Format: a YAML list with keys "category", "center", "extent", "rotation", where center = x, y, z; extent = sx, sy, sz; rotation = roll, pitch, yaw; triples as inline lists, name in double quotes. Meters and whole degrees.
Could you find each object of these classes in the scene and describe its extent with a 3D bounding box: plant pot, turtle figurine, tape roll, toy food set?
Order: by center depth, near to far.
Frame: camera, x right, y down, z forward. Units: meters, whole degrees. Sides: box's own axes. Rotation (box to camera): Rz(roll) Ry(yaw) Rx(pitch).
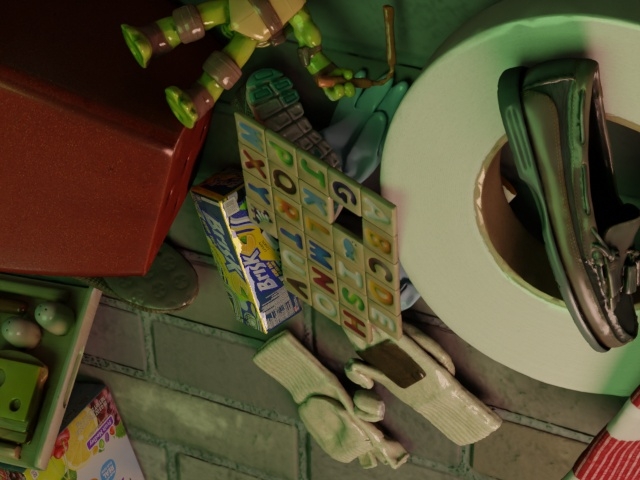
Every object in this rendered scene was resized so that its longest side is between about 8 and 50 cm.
- category: "tape roll"
  center: [0.244, -0.036, 1.415]
  extent: [0.392, 0.072, 0.392]
  rotation: [12, 126, 16]
- category: "turtle figurine"
  center: [-0.071, -0.219, 1.463]
  extent: [0.270, 0.217, 0.087]
  rotation: [57, 170, -15]
- category: "plant pot"
  center: [-0.238, -0.118, 1.579]
  extent: [0.235, 0.267, 0.267]
  rotation: [19, 131, 2]
- category: "toy food set"
  center: [-0.413, 0.132, 1.860]
  extent: [0.306, 0.220, 0.092]
  rotation: [8, 165, 26]

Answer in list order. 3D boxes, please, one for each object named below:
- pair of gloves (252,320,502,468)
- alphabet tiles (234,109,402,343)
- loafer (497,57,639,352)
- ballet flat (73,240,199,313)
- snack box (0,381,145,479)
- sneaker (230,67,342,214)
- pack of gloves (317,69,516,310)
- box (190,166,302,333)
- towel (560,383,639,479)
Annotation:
- category: "pair of gloves"
  center: [0.052, 0.166, 1.720]
  extent: [0.240, 0.042, 0.204]
  rotation: [-24, 112, 45]
- category: "alphabet tiles"
  center: [0.000, 0.000, 1.557]
  extent: [0.198, 0.009, 0.237]
  rotation: [32, 149, 28]
- category: "loafer"
  center: [0.226, -0.026, 1.329]
  extent: [0.084, 0.096, 0.268]
  rotation: [-14, 113, 24]
- category: "ballet flat"
  center: [-0.244, 0.025, 1.799]
  extent: [0.249, 0.084, 0.058]
  rotation: [16, 161, 19]
- category: "snack box"
  center: [-0.298, 0.306, 1.950]
  extent: [0.070, 0.174, 0.207]
  rotation: [3, 124, 32]
- category: "sneaker"
  center: [-0.035, -0.090, 1.585]
  extent: [0.076, 0.065, 0.167]
  rotation: [-9, 108, 60]
- category: "pack of gloves"
  center: [0.069, -0.051, 1.589]
  extent: [0.195, 0.046, 0.232]
  rotation: [47, 130, 8]
- category: "box"
  center: [-0.077, 0.010, 1.679]
  extent: [0.059, 0.054, 0.169]
  rotation: [21, 137, 49]
- category: "towel"
  center: [0.389, 0.169, 1.460]
  extent: [0.237, 0.037, 0.329]
  rotation: [12, 139, -14]
